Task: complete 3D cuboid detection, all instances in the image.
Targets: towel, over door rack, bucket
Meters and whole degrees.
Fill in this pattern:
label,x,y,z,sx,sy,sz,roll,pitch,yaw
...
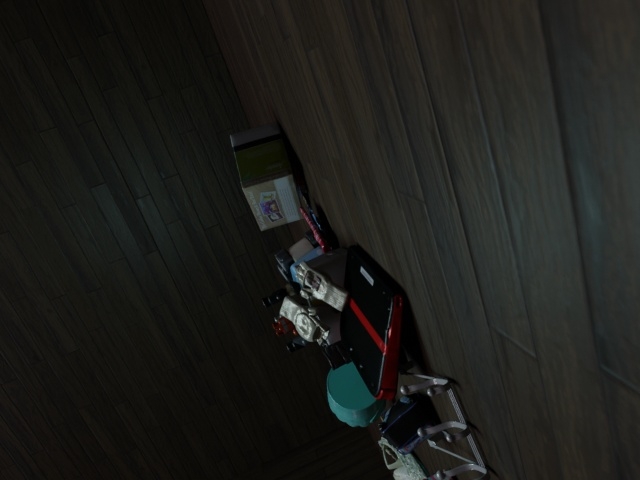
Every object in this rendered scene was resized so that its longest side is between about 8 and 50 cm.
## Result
label,x,y,z,sx,sy,sz,roll,pitch,yaw
towel,0.000,0.000,1.969,0.275,0.031,0.199,58,179,46
over door rack,0.282,0.453,1.219,0.324,0.108,0.239,129,119,-82
bucket,0.157,0.650,2.112,0.183,0.281,0.281,80,166,-53

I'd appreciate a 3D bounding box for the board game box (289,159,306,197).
label,x,y,z,sx,sy,sz,roll,pitch,yaw
board game box,-0.091,-0.268,2.054,0.133,0.033,0.168,-112,6,-60

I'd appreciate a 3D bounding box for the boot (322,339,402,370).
label,x,y,z,sx,sy,sz,roll,pitch,yaw
boot,0.133,0.386,1.634,0.338,0.223,0.118,-151,40,-79

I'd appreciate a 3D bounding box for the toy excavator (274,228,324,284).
label,x,y,z,sx,sy,sz,roll,pitch,yaw
toy excavator,0.010,0.169,2.129,0.445,0.222,0.433,51,168,17

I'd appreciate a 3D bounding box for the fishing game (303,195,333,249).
label,x,y,z,sx,sy,sz,roll,pitch,yaw
fishing game,0.008,-0.055,1.957,0.264,0.041,0.189,61,179,10

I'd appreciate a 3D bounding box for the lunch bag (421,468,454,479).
label,x,y,z,sx,sy,sz,roll,pitch,yaw
lunch bag,0.417,0.858,1.461,0.293,0.120,0.258,-122,16,-46

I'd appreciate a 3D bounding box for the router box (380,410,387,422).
label,x,y,z,sx,sy,sz,roll,pitch,yaw
router box,0.359,0.960,2.412,0.133,0.046,0.179,-153,41,-79

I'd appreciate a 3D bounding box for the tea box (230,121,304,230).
label,x,y,z,sx,sy,sz,roll,pitch,yaw
tea box,-0.230,-0.276,2.135,0.329,0.220,0.323,76,178,-59

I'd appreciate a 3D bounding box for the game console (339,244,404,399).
label,x,y,z,sx,sy,sz,roll,pitch,yaw
game console,0.143,0.230,1.411,0.386,0.060,0.342,-129,42,-66

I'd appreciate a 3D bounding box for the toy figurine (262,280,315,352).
label,x,y,z,sx,sy,sz,roll,pitch,yaw
toy figurine,-0.096,0.277,1.760,0.213,0.148,0.209,57,174,48

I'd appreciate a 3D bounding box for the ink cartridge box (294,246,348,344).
label,x,y,z,sx,sy,sz,roll,pitch,yaw
ink cartridge box,0.052,0.186,1.714,0.198,0.197,0.270,-159,47,-80

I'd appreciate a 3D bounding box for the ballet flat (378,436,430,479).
label,x,y,z,sx,sy,sz,roll,pitch,yaw
ballet flat,0.366,0.991,2.129,0.409,0.147,0.147,-138,26,-72

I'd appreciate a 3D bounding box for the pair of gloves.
label,x,y,z,sx,sy,sz,roll,pitch,yaw
pair of gloves,-0.030,0.206,1.558,0.204,0.042,0.240,39,117,25

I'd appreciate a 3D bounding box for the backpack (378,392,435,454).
label,x,y,z,sx,sy,sz,roll,pitch,yaw
backpack,0.263,0.544,1.467,0.117,0.158,0.173,48,-177,10
